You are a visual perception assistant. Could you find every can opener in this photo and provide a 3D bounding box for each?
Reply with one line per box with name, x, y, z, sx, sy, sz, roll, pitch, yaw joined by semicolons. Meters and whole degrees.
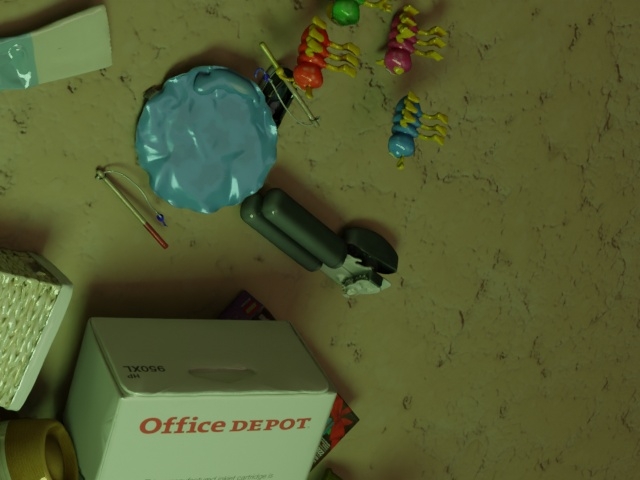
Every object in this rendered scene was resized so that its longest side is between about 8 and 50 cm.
can opener;0.000;0.000;1.898;0.280;0.074;0.093;33;56;-44

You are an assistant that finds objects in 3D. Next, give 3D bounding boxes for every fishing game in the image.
fishing game;-0.143;-0.125;1.724;0.264;0.041;0.189;-42;117;-3

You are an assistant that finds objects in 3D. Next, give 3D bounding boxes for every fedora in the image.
fedora;-0.334;0.261;1.633;0.079;0.194;0.194;-21;128;5

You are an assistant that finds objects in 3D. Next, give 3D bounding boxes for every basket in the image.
basket;-0.377;0.095;1.619;0.103;0.113;0.167;21;98;-38

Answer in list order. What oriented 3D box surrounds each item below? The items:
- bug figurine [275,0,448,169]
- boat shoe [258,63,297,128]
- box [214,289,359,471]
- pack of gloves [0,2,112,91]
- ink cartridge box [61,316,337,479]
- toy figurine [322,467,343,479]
bug figurine;0.063;-0.230;1.782;0.279;0.072;0.216;33;63;-41
boat shoe;-0.071;-0.155;1.773;0.049;0.040;0.142;19;99;-42
box;-0.090;0.233;1.939;0.201;0.057;0.293;-45;131;-9
pack of gloves;-0.350;-0.249;1.529;0.232;0.046;0.195;-22;135;-24
ink cartridge box;-0.182;0.298;1.765;0.285;0.166;0.395;2;121;-29
toy figurine;0.065;0.496;1.965;0.362;0.217;0.191;-66;155;-56
